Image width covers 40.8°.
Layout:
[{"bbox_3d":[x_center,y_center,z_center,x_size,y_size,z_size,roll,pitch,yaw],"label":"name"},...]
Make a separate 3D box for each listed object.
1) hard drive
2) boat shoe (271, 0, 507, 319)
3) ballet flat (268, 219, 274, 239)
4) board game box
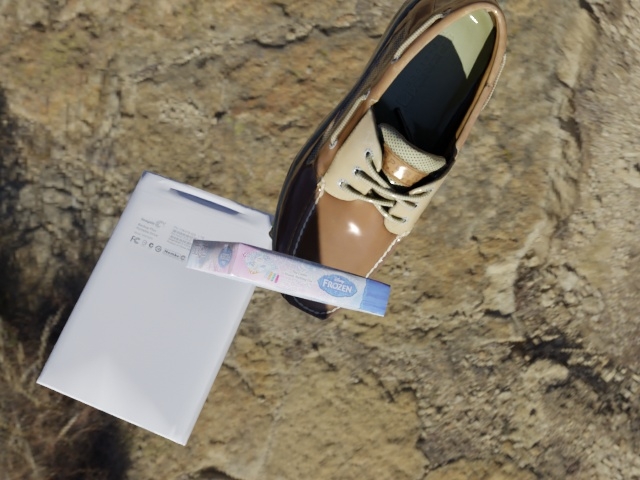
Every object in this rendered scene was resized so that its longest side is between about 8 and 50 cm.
[{"bbox_3d":[-0.230,0.090,1.265,0.233,0.047,0.353,20,73,12],"label":"hard drive"},{"bbox_3d":[0.056,-0.078,0.747,0.122,0.120,0.324,24,100,-13],"label":"boat shoe"},{"bbox_3d":[0.000,0.000,0.939,0.079,0.077,0.221,69,159,-3],"label":"ballet flat"},{"bbox_3d":[-0.021,0.019,0.482,0.090,0.090,0.020,3,79,66],"label":"board game box"}]
